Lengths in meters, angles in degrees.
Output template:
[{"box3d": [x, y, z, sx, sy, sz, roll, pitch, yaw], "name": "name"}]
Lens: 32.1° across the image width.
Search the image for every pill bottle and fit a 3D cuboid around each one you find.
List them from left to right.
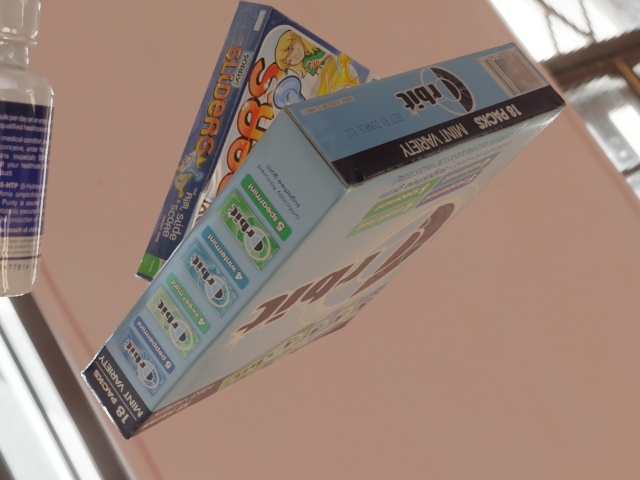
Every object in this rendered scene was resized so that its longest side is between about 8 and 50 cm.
[{"box3d": [-0.226, -0.063, 0.702, 0.112, 0.187, 0.112, 7, 5, -1], "name": "pill bottle"}]

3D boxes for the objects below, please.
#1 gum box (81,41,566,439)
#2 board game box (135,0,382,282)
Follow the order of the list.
[{"box3d": [0.000, 0.000, 0.482, 0.157, 0.041, 0.184, -24, -19, -47], "name": "gum box"}, {"box3d": [-0.039, -0.050, 0.793, 0.136, 0.035, 0.201, 22, -92, -50], "name": "board game box"}]
